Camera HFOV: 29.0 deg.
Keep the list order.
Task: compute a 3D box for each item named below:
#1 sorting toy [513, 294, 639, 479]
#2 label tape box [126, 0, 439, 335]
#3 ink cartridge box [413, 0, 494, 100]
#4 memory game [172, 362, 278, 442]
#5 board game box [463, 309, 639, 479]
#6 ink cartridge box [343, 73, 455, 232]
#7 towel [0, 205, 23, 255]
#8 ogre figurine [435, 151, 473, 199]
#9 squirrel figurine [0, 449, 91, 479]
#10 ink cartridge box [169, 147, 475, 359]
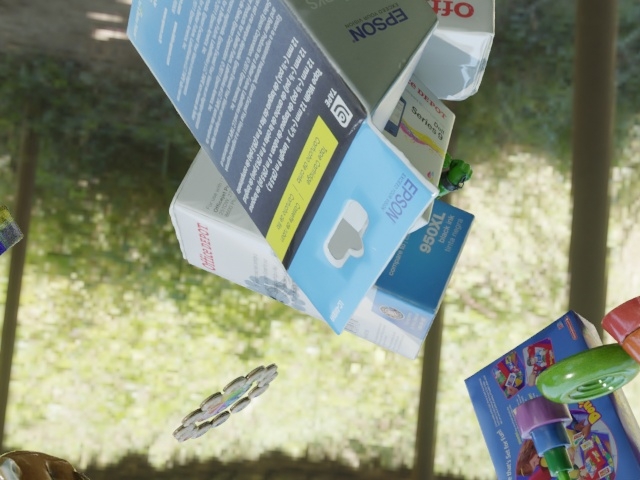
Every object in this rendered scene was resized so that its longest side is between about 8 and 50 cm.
[{"bbox_3d":[0.329,0.181,1.367,0.127,0.126,0.365,-5,152,-23],"label":"sorting toy"},{"bbox_3d":[-0.014,-0.131,0.994,0.115,0.347,0.249,-29,163,-27],"label":"label tape box"},{"bbox_3d":[0.096,-0.406,1.695,0.279,0.384,0.160,4,156,-1],"label":"ink cartridge box"},{"bbox_3d":[-0.136,0.237,1.796,0.186,0.012,0.186,-34,165,-10],"label":"memory game"},{"bbox_3d":[0.390,0.317,2.007,0.233,0.347,0.078,-37,134,23],"label":"board game box"},{"bbox_3d":[0.075,-0.123,1.566,0.093,0.212,0.154,-29,119,37],"label":"ink cartridge box"},{"bbox_3d":[-0.461,-0.005,1.750,0.009,0.060,0.083,4,-144,38],"label":"towel"},{"bbox_3d":[0.126,-0.110,1.909,0.197,0.097,0.118,7,139,-10],"label":"ogre figurine"},{"bbox_3d":[-0.441,0.501,1.779,0.397,0.370,0.281,-19,174,-37],"label":"squirrel figurine"},{"bbox_3d":[0.000,0.000,1.813,0.395,0.166,0.285,23,163,5],"label":"ink cartridge box"}]
